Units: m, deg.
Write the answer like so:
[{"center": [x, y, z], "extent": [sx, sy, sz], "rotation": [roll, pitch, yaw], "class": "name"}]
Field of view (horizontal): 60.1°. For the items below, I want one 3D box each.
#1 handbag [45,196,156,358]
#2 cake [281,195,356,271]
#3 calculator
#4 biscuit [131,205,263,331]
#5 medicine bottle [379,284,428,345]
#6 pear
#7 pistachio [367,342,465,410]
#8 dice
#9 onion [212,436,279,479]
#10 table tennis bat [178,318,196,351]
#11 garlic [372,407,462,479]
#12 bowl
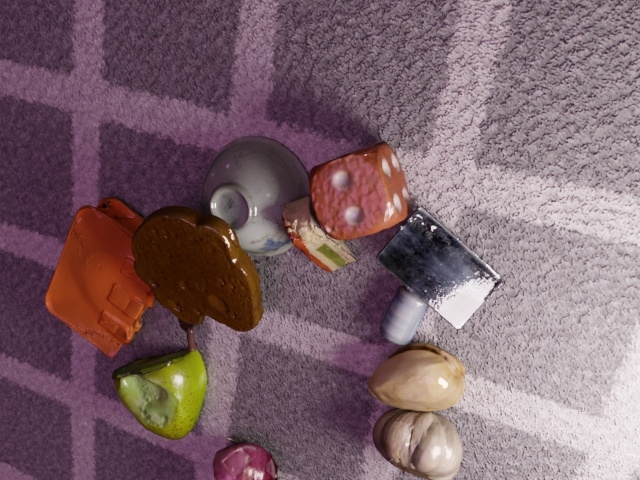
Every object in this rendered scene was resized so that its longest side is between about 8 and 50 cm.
[{"center": [-0.604, 0.105, 1.593], "extent": [0.303, 0.116, 0.410], "rotation": [36, 116, 5], "class": "handbag"}, {"center": [-0.003, 0.009, 1.277], "extent": [0.086, 0.116, 0.220], "rotation": [-24, 115, 19], "class": "cake"}, {"center": [0.260, 0.062, 1.215], "extent": [0.262, 0.021, 0.161], "rotation": [42, 91, -7], "class": "calculator"}, {"center": [-0.298, 0.084, 1.377], "extent": [0.359, 0.074, 0.381], "rotation": [-27, 115, 39], "class": "biscuit"}, {"center": [0.212, 0.142, 1.285], "extent": [0.083, 0.083, 0.203], "rotation": [28, 109, 12], "class": "medicine bottle"}, {"center": [-0.466, 0.462, 1.618], "extent": [0.292, 0.159, 0.292], "rotation": [7, 110, 19], "class": "pear"}, {"center": [0.225, 0.323, 1.298], "extent": [0.230, 0.157, 0.157], "rotation": [-16, 99, 32], "class": "pistachio"}, {"center": [0.087, -0.110, 1.212], "extent": [0.175, 0.174, 0.179], "rotation": [-11, 102, 26], "class": "dice"}, {"center": [-0.207, 0.675, 1.569], "extent": [0.201, 0.200, 0.207], "rotation": [2, 92, 22], "class": "onion"}, {"center": [-0.330, 0.229, 1.573], "extent": [0.107, 0.119, 0.169], "rotation": [-28, 65, 42], "class": "table tennis bat"}, {"center": [0.235, 0.479, 1.323], "extent": [0.228, 0.228, 0.152], "rotation": [22, 70, 15], "class": "garlic"}, {"center": [-0.184, -0.091, 1.343], "extent": [0.313, 0.146, 0.313], "rotation": [6, 108, 19], "class": "bowl"}]
